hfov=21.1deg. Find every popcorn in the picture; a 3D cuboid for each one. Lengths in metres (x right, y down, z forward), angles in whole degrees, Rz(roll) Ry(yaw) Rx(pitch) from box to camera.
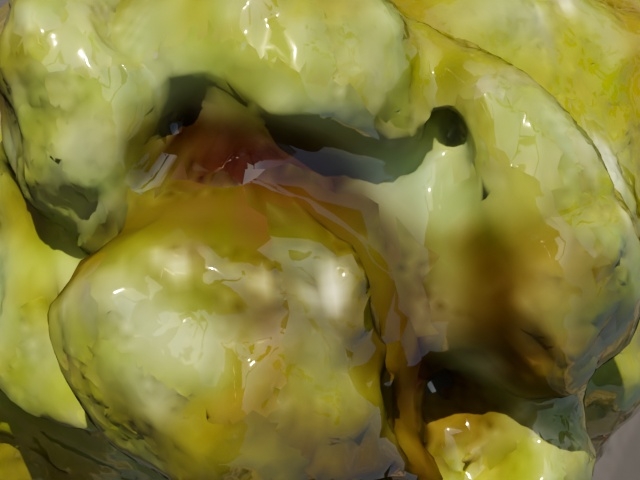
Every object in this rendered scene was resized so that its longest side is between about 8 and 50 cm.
[{"bbox_3d":[0.004,0.003,0.541,0.225,0.276,0.276,46,38,2],"label":"popcorn"}]

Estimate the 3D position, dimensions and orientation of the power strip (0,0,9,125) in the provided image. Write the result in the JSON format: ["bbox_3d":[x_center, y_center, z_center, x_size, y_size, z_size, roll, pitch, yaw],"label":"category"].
[{"bbox_3d":[-0.164,-0.022,0.717,0.064,0.044,0.305,59,43,-26],"label":"power strip"}]
